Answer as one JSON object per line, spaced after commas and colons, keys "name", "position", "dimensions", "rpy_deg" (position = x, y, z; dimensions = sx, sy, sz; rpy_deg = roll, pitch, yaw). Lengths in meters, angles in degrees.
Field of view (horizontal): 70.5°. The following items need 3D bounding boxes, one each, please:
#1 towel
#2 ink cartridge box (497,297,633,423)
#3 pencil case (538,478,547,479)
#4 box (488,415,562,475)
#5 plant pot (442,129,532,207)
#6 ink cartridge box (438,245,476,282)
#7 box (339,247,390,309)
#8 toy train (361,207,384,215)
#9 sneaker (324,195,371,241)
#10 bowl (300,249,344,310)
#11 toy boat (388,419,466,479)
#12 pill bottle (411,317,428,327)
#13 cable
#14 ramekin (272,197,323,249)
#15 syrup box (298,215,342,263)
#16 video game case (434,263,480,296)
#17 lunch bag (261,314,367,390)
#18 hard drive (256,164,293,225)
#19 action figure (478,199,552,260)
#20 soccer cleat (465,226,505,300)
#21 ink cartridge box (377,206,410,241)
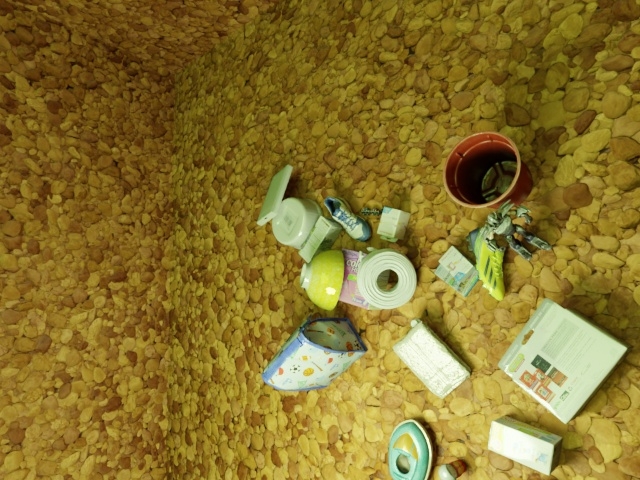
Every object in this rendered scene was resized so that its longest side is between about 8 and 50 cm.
{"name": "towel", "position": [0.445, 0.477, 1.814], "dimensions": [0.282, 0.049, 0.187], "rpy_deg": [47, 117, 17]}
{"name": "ink cartridge box", "position": [0.801, 0.387, 1.506], "dimensions": [0.272, 0.130, 0.309], "rpy_deg": [42, 110, 39]}
{"name": "pencil case", "position": [0.670, 0.925, 1.540], "dimensions": [0.306, 0.119, 0.133], "rpy_deg": [-44, 80, 26]}
{"name": "box", "position": [0.700, 0.696, 1.555], "dimensions": [0.203, 0.114, 0.103], "rpy_deg": [9, 91, 42]}
{"name": "plant pot", "position": [0.634, -0.230, 1.659], "dimensions": [0.272, 0.265, 0.272], "rpy_deg": [-8, 77, 40]}
{"name": "ink cartridge box", "position": [0.546, 0.093, 1.805], "dimensions": [0.088, 0.052, 0.122], "rpy_deg": [-54, 52, 21]}
{"name": "box", "position": [0.190, 0.175, 2.078], "dimensions": [0.214, 0.117, 0.243], "rpy_deg": [13, 91, 41]}
{"name": "toy train", "position": [0.257, -0.135, 2.129], "dimensions": [0.158, 0.027, 0.036], "rpy_deg": [5, 83, 41]}
{"name": "sneaker", "position": [0.119, -0.102, 2.177], "dimensions": [0.296, 0.131, 0.112], "rpy_deg": [48, 112, 33]}
{"name": "bowl", "position": [-0.006, 0.173, 2.098], "dimensions": [0.289, 0.156, 0.289], "rpy_deg": [-170, 90, -78]}
{"name": "toy boat", "position": [0.398, 0.855, 1.770], "dimensions": [0.318, 0.148, 0.267], "rpy_deg": [0, 83, 41]}
{"name": "pill bottle", "position": [0.410, 0.346, 1.883], "dimensions": [0.043, 0.083, 0.043], "rpy_deg": [-7, 79, 40]}
{"name": "cable", "position": [0.283, 0.163, 1.925], "dimensions": [0.089, 0.257, 0.257], "rpy_deg": [-153, 69, -86]}
{"name": "ramekin", "position": [-0.128, -0.095, 2.386], "dimensions": [0.277, 0.135, 0.277], "rpy_deg": [-8, 78, 40]}
{"name": "syrup box", "position": [0.000, 0.000, 2.287], "dimensions": [0.096, 0.093, 0.237], "rpy_deg": [44, 112, 37]}
{"name": "video game case", "position": [0.556, 0.132, 1.836], "dimensions": [0.166, 0.015, 0.119], "rpy_deg": [43, 110, 37]}
{"name": "lunch bag", "position": [-0.044, 0.511, 2.051], "dimensions": [0.328, 0.385, 0.239], "rpy_deg": [-51, 55, 24]}
{"name": "hard drive", "position": [-0.249, -0.245, 2.467], "dimensions": [0.203, 0.040, 0.307], "rpy_deg": [-28, 41, 54]}
{"name": "action figure", "position": [0.673, -0.029, 1.580], "dimensions": [0.185, 0.285, 0.099], "rpy_deg": [-48, 32, 23]}
{"name": "soccer cleat", "position": [0.649, 0.081, 1.714], "dimensions": [0.121, 0.093, 0.289], "rpy_deg": [-25, 68, 28]}
{"name": "ink cartridge box", "position": [0.324, -0.068, 2.018], "dimensions": [0.092, 0.090, 0.143], "rpy_deg": [20, 97, 41]}
